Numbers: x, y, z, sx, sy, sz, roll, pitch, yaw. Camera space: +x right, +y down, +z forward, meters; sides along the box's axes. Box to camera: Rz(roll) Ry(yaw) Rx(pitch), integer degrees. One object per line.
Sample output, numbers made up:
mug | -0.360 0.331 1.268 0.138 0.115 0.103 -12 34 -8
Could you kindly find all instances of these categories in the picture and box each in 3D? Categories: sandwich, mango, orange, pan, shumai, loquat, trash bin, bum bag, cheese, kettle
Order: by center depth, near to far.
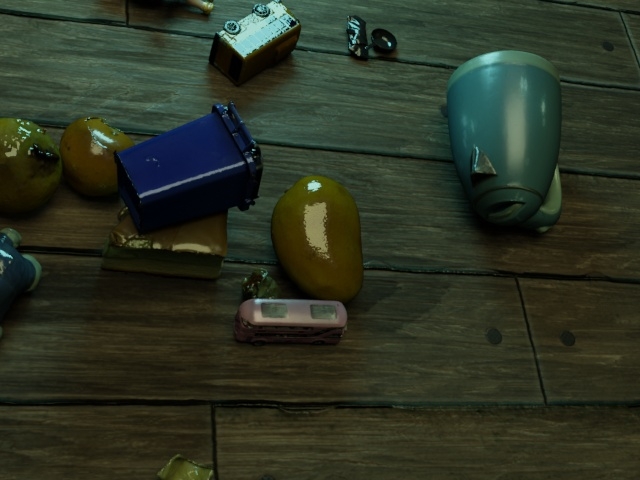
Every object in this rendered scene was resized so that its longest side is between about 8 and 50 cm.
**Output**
cheese | -0.221 0.376 1.400 0.084 0.041 0.060 33 61 -15
trash bin | -0.226 -0.123 1.500 0.234 0.184 0.163 -21 67 -21
loquat | -0.553 -0.128 1.535 0.204 0.172 0.149 -21 37 16
sandwich | -0.284 -0.034 1.595 0.220 0.108 0.186 4 58 -12
shumai | -0.105 0.084 1.596 0.082 0.080 0.083 21 53 -7
orange | -0.417 -0.154 1.620 0.156 0.134 0.156 41 15 -14
mango | -0.007 -0.003 1.648 0.175 0.139 0.255 -1 66 -11
kettle | 0.422 -0.181 1.864 0.319 0.247 0.342 22 59 -36
bum bag | 0.087 -0.480 2.038 0.057 0.034 0.124 13 55 -30
pan | 0.134 -0.462 2.042 0.068 0.023 0.115 46 48 10

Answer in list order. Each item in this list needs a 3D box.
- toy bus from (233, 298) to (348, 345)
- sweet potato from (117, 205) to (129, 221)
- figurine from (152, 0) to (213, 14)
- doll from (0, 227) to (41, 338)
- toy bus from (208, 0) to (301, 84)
toy bus | -0.052 0.148 1.568 0.203 0.090 0.063 3 58 -18
sweet potato | -0.322 -0.108 1.662 0.068 0.060 0.206 8 49 33
figurine | -0.343 -0.585 1.914 0.240 0.116 0.175 18 57 -14
doll | -0.612 0.042 1.429 0.258 0.154 0.228 25 58 6
toy bus | -0.136 -0.437 1.899 0.114 0.098 0.201 44 57 10
